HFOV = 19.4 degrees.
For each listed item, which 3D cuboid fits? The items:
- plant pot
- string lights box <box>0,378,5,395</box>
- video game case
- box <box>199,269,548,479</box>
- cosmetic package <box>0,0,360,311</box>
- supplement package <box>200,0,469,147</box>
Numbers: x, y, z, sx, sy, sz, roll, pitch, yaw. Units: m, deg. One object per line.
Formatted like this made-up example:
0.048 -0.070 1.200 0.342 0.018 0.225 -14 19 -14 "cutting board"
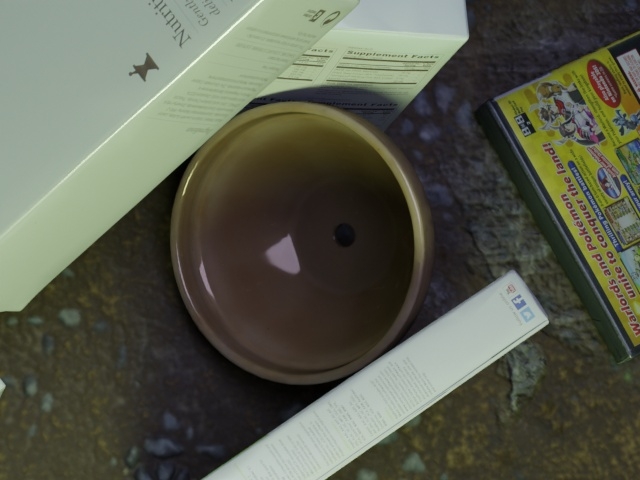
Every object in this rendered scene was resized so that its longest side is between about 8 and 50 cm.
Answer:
0.000 0.000 1.588 0.109 0.237 0.237 -7 69 -62 "plant pot"
-0.360 0.046 1.470 0.076 0.133 0.260 -35 86 -22 "string lights box"
0.314 -0.056 1.777 0.248 0.035 0.275 -26 83 -24 "video game case"
0.012 0.155 1.500 0.322 0.232 0.058 -31 83 -24 "box"
-0.190 -0.139 1.389 0.385 0.156 0.217 -42 76 15 "cosmetic package"
-0.018 -0.213 1.595 0.198 0.263 0.199 2 71 -18 "supplement package"
